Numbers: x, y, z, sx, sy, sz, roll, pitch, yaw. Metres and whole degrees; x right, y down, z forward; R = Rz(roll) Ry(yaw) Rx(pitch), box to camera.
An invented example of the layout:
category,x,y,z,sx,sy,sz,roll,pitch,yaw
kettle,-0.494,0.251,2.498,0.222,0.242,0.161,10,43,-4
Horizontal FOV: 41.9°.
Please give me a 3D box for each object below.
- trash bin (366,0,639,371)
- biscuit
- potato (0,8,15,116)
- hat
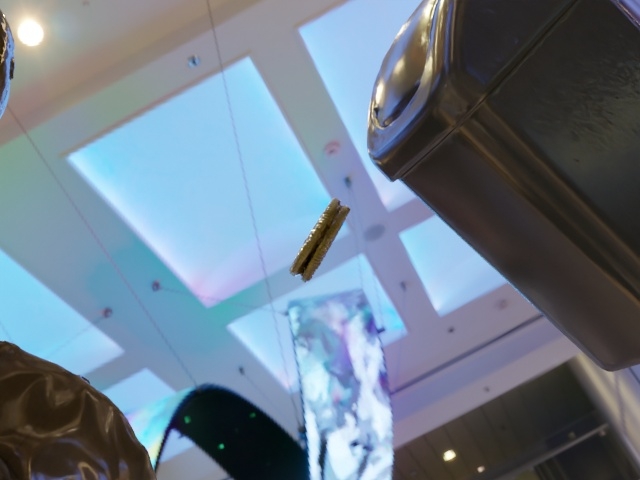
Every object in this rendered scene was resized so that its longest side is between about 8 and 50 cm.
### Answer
category,x,y,z,sx,sy,sz,roll,pitch,yaw
trash bin,0.145,-0.060,0.501,0.176,0.236,0.101,-47,2,-33
biscuit,0.000,0.000,0.778,0.023,0.084,0.084,32,-54,2
potato,-0.373,-0.113,0.588,0.308,0.210,0.173,-19,4,-30
hat,-0.189,0.159,0.442,0.173,0.166,0.144,-50,2,9
